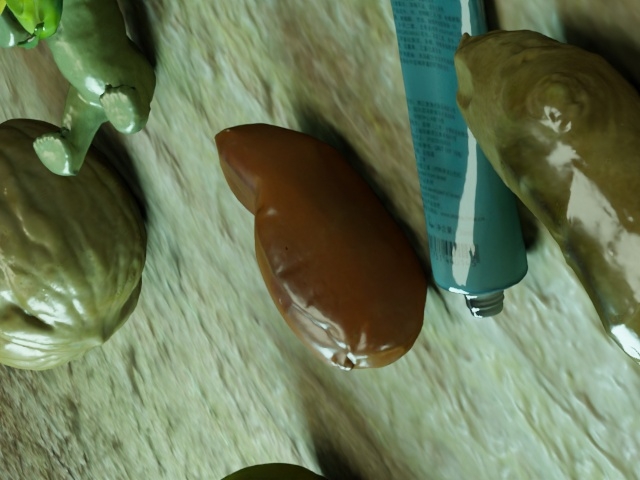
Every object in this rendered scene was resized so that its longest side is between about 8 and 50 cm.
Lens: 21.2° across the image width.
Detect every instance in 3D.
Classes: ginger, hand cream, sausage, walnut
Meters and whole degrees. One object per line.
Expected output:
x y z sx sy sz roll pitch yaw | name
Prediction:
0.118 -0.026 0.730 0.190 0.069 0.095 57 152 19 | ginger
0.065 -0.067 0.853 0.083 0.048 0.224 23 129 58 | hand cream
0.000 0.000 1.019 0.179 0.089 0.089 58 158 22 | sausage
-0.240 0.006 1.418 0.213 0.213 0.213 48 154 33 | walnut

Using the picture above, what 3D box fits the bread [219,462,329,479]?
0.027 0.306 1.179 0.383 0.166 0.112 49 152 32 | bread

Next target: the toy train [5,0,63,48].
-0.128 -0.235 0.933 0.188 0.159 0.272 63 161 6 | toy train

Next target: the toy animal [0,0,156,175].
-0.171 -0.162 1.204 0.103 0.101 0.218 -5 121 31 | toy animal

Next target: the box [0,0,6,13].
-0.272 -0.191 1.154 0.168 0.097 0.265 -57 23 26 | box
